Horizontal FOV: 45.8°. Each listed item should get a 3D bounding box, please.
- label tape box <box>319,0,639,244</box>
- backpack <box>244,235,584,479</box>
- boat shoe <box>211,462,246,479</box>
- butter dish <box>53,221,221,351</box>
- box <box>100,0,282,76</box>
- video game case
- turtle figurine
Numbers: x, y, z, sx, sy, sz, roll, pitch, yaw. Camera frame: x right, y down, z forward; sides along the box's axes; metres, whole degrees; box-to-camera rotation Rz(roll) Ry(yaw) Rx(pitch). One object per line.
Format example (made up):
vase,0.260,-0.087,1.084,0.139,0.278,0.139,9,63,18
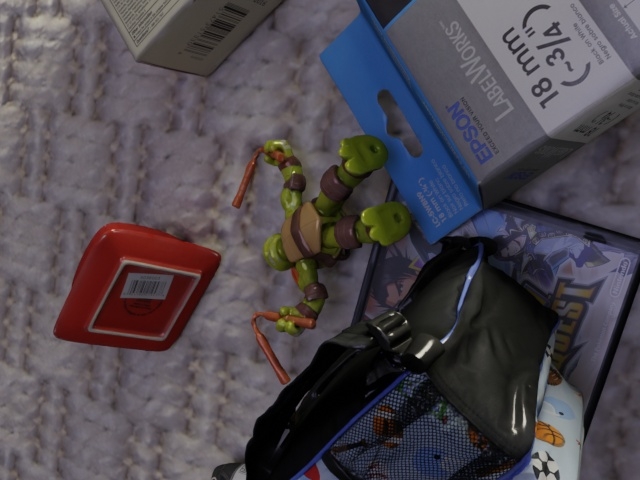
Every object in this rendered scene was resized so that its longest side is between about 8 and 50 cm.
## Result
label tape box,0.135,-0.173,0.628,0.334,0.106,0.240,-38,73,32
backpack,0.076,0.156,0.627,0.263,0.276,0.213,-41,86,28
boat shoe,-0.097,0.367,0.865,0.076,0.080,0.228,-4,90,36
butter dish,-0.226,0.038,0.898,0.160,0.160,0.118,-58,43,20
box,-0.172,-0.323,0.843,0.149,0.127,0.232,-38,74,26
video game case,0.149,0.094,0.733,0.248,0.035,0.274,20,102,28
turtle figurine,0.000,0.000,0.776,0.217,0.087,0.269,-31,59,50
